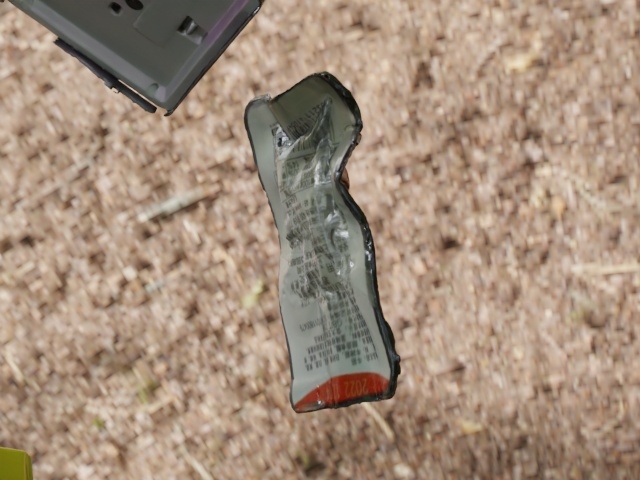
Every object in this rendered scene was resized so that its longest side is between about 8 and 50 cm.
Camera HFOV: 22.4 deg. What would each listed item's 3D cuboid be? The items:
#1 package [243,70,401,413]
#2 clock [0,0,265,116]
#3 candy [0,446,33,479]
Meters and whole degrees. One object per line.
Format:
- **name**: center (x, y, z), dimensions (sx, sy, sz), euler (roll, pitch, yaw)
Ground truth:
- **package**: center (0.000, 0.000, 1.114), dimensions (0.040, 0.166, 0.232), euler (-10, 84, -26)
- **clock**: center (-0.114, -0.174, 1.028), dimensions (0.147, 0.192, 0.071), euler (35, 62, -9)
- **candy**: center (-0.369, 0.203, 1.220), dimensions (0.146, 0.276, 0.088), euler (-38, 51, 36)
